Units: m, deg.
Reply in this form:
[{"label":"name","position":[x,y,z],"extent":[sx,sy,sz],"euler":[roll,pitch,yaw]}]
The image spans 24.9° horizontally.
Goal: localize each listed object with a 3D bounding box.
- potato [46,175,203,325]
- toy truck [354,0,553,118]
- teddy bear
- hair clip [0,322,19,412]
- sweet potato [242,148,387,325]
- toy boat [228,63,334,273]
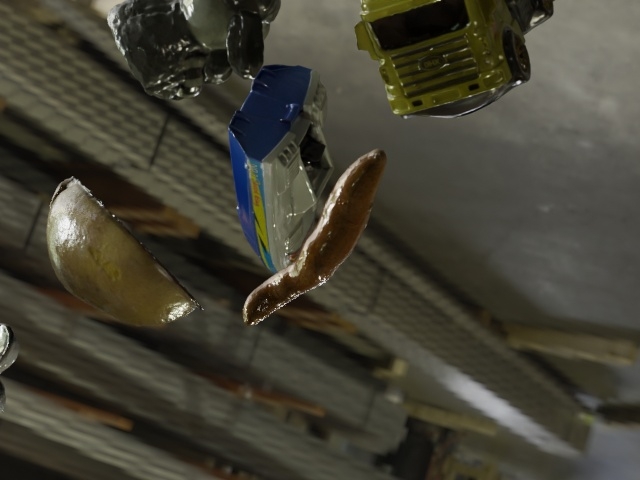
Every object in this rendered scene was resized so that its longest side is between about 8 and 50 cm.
[{"label":"potato","position":[-0.264,0.017,1.684],"extent":[0.261,0.100,0.120],"euler":[41,171,38]},{"label":"toy truck","position":[0.175,-0.332,1.860],"extent":[0.180,0.405,0.254],"euler":[-17,116,27]},{"label":"teddy bear","position":[-0.133,-0.255,1.803],"extent":[0.251,0.171,0.144],"euler":[-16,156,21]},{"label":"hair clip","position":[-0.423,0.109,1.664],"extent":[0.075,0.146,0.257],"euler":[20,-159,-37]},{"label":"sweet potato","position":[0.002,0.003,1.069],"extent":[0.044,0.044,0.179],"euler":[27,118,-16]},{"label":"toy boat","position":[-0.033,-0.049,1.531],"extent":[0.088,0.129,0.295],"euler":[19,149,14]}]
